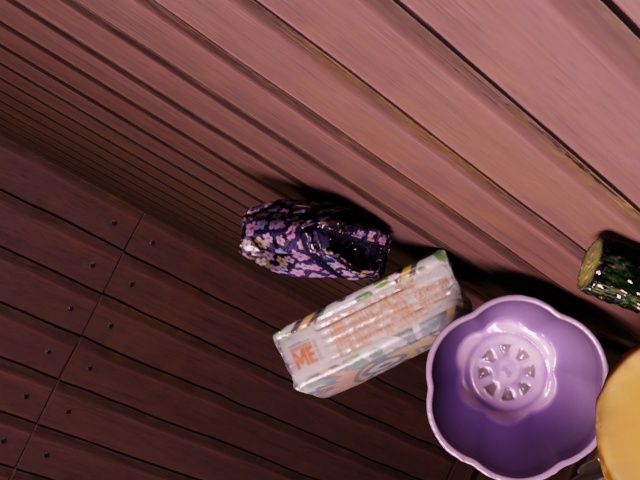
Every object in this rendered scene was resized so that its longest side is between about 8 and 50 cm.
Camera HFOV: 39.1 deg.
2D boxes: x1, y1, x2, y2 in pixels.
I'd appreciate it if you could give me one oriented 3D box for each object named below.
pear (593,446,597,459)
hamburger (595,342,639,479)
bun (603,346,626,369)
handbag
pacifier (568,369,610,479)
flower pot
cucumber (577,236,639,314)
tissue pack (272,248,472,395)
[{"bbox_3d":[0.687,0.486,1.764,0.318,0.239,0.342,38,-162,15],"label":"pear"},{"bbox_3d":[0.513,0.270,1.175,0.276,0.277,0.236,19,171,39],"label":"hamburger"},{"bbox_3d":[0.507,0.266,1.581,0.220,0.134,0.221,11,138,10],"label":"bun"},{"bbox_3d":[0.000,0.000,1.436,0.207,0.127,0.228,1,170,36],"label":"handbag"},{"bbox_3d":[0.460,0.314,1.427,0.238,0.226,0.287,-24,168,32],"label":"pacifier"},{"bbox_3d":[0.294,0.218,1.373,0.265,0.265,0.243,24,180,11],"label":"flower pot"},{"bbox_3d":[0.411,0.078,0.924,0.293,0.068,0.067,23,172,6],"label":"cucumber"},{"bbox_3d":[0.096,0.148,1.503,0.128,0.310,0.228,65,-177,16],"label":"tissue pack"}]
